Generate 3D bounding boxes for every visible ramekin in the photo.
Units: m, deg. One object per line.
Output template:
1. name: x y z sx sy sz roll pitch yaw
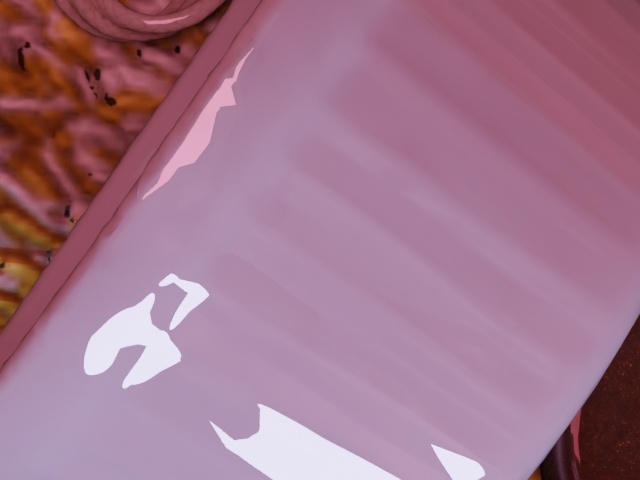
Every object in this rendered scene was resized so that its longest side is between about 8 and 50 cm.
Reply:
1. ramekin: 0.000 0.000 0.535 0.135 0.277 0.277 36 84 -9

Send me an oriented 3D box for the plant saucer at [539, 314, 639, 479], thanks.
1. plant saucer: 0.158 0.075 0.615 0.168 0.029 0.169 -6 76 26

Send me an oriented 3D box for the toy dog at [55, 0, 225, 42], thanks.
1. toy dog: -0.083 -0.254 0.596 0.220 0.161 0.334 24 84 -2
